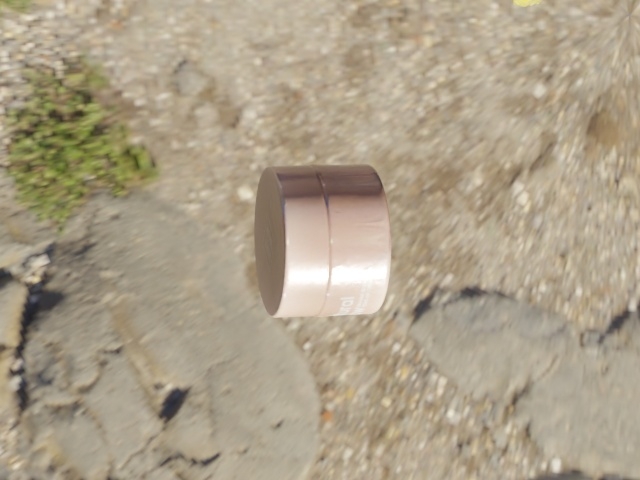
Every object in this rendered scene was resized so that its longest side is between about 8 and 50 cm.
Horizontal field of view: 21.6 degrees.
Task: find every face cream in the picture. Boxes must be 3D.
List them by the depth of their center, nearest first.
[{"bbox_3d":[0.000,0.000,1.633,0.104,0.149,0.149,-2,98,-14],"label":"face cream"}]

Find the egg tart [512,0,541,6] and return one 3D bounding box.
[{"bbox_3d":[0.278,-0.420,1.843,0.132,0.341,0.341,32,102,13],"label":"egg tart"}]
